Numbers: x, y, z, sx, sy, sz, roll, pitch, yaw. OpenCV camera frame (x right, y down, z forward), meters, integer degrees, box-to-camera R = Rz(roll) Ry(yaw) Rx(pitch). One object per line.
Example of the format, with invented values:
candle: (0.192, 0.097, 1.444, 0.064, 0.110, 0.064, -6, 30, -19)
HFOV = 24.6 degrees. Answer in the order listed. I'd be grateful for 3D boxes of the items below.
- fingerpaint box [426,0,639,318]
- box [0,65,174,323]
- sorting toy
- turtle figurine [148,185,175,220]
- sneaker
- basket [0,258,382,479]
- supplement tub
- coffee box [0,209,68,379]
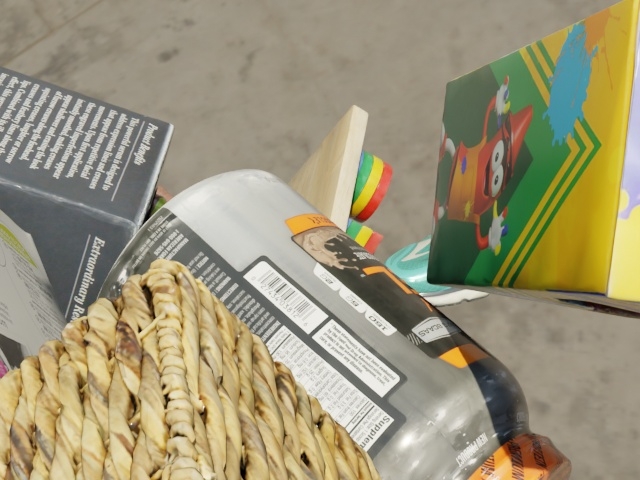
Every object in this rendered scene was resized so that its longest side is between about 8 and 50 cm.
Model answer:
fingerpaint box: (0.328, -0.014, 0.915, 0.445, 0.371, 0.163, 7, 88, -10)
box: (-0.382, -0.013, 1.453, 0.396, 0.212, 0.293, 19, 121, -6)
sorting toy: (0.000, 0.000, 1.903, 0.089, 0.255, 0.257, 28, 43, -15)
turtle figurine: (-0.117, 0.015, 1.622, 0.217, 0.269, 0.087, 32, 111, 9)
sneaker: (0.176, -0.027, 1.498, 0.275, 0.107, 0.110, -30, 127, -10)
basket: (-0.073, 0.196, 0.571, 0.223, 0.299, 0.213, -36, 119, 10)
supplement tub: (0.007, 0.117, 1.094, 0.207, 0.207, 0.338, -41, 66, -21)
coffee box: (-0.346, 0.150, 1.001, 0.338, 0.338, 0.334, -27, 70, 1)
